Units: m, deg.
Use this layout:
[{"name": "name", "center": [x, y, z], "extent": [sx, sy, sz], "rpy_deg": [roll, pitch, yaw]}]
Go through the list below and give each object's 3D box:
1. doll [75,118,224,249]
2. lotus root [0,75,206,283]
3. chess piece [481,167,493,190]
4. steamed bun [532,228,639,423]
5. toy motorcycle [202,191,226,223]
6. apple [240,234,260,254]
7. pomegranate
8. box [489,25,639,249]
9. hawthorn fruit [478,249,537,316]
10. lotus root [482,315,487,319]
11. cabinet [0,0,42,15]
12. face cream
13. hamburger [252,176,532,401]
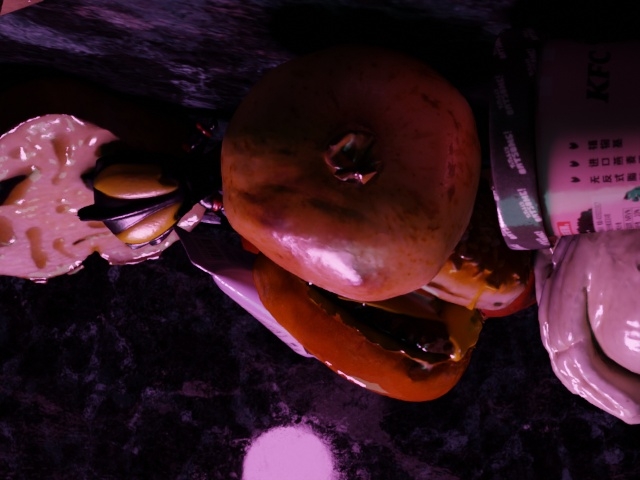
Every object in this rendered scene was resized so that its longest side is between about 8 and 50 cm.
[{"name": "doll", "center": [-0.181, -0.068, 1.109], "extent": [0.249, 0.127, 0.088], "rpy_deg": [-15, 176, -5]}, {"name": "lotus root", "center": [-0.342, -0.072, 1.192], "extent": [0.391, 0.111, 0.375], "rpy_deg": [-7, 154, -16]}, {"name": "chess piece", "center": [0.330, -0.020, 1.131], "extent": [0.301, 0.137, 0.137], "rpy_deg": [22, 175, -2]}, {"name": "steamed bun", "center": [0.315, 0.031, 0.906], "extent": [0.206, 0.275, 0.320], "rpy_deg": [22, 141, 7]}, {"name": "toy motorcycle", "center": [-0.102, -0.074, 1.439], "extent": [0.173, 0.108, 0.307], "rpy_deg": [7, 179, -17]}, {"name": "apple", "center": [0.000, 0.000, 1.245], "extent": [0.230, 0.229, 0.230], "rpy_deg": [11, 175, 1]}, {"name": "pomegranate", "center": [0.026, -0.052, 0.729], "extent": [0.216, 0.215, 0.215], "rpy_deg": [11, 175, 1]}, {"name": "box", "center": [0.190, -0.068, 0.597], "extent": [0.135, 0.151, 0.151], "rpy_deg": [1, 172, 21]}, {"name": "hawthorn fruit", "center": [0.231, 0.013, 1.273], "extent": [0.185, 0.185, 0.202], "rpy_deg": [15, 177, -41]}, {"name": "lotus root", "center": [0.259, 0.053, 1.536], "extent": [0.188, 0.199, 0.180], "rpy_deg": [6, -177, -30]}, {"name": "cabinet", "center": [-0.359, -0.146, 0.710], "extent": [0.215, 0.174, 0.148], "rpy_deg": [16, 173, -39]}, {"name": "face cream", "center": [-0.053, 0.066, 1.080], "extent": [0.274, 0.096, 0.154], "rpy_deg": [31, -172, -24]}, {"name": "hamburger", "center": [0.078, 0.010, 0.962], "extent": [0.291, 0.225, 0.291], "rpy_deg": [26, -158, -12]}]
